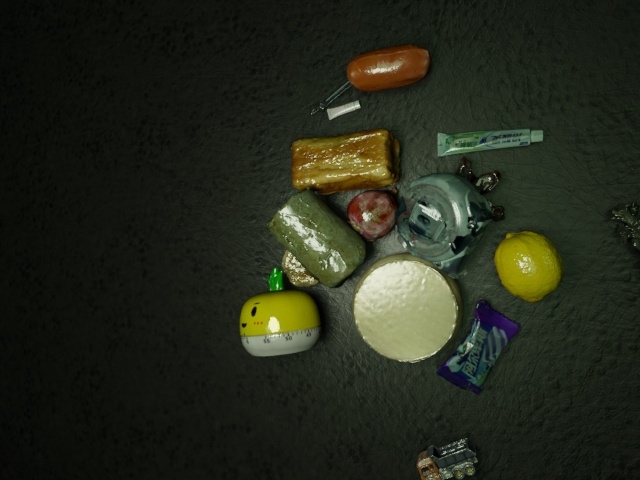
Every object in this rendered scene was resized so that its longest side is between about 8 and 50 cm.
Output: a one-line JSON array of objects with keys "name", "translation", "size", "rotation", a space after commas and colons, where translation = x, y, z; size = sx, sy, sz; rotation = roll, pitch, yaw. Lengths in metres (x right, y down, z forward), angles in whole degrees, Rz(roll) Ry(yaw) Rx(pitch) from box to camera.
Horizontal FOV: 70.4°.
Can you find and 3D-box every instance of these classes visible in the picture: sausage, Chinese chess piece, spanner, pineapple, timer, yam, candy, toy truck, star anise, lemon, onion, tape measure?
[{"name": "sausage", "translation": [0.210, -0.534, 1.405], "size": [0.259, 0.133, 0.133], "rotation": [-3, 90, 16]}, {"name": "Chinese chess piece", "translation": [0.264, 0.206, 1.398], "size": [0.339, 0.140, 0.337], "rotation": [1, 93, 18]}, {"name": "spanner", "translation": [0.048, -0.488, 1.513], "size": [0.209, 0.012, 0.046], "rotation": [-36, 80, 14]}, {"name": "pineapple", "translation": [0.888, 0.004, 1.227], "size": [0.125, 0.125, 0.251], "rotation": [-39, 75, 14]}, {"name": "timer", "translation": [-0.134, 0.220, 1.459], "size": [0.286, 0.285, 0.284], "rotation": [0, 91, 17]}, {"name": "yam", "translation": [0.000, 0.000, 1.399], "size": [0.195, 0.195, 0.300], "rotation": [-44, 89, 13]}, {"name": "candy", "translation": [0.479, 0.327, 1.374], "size": [0.145, 0.070, 0.275], "rotation": [29, 97, 6]}, {"name": "toy truck", "translation": [0.391, 0.680, 1.398], "size": [0.192, 0.083, 0.092], "rotation": [-28, 83, 14]}, {"name": "star anise", "translation": [0.454, -0.123, 1.356], "size": [0.220, 0.099, 0.214], "rotation": [44, 112, 11]}, {"name": "lemon", "translation": [0.587, 0.069, 1.281], "size": [0.181, 0.181, 0.193], "rotation": [-37, 58, 14]}, {"name": "onion", "translation": [0.177, -0.098, 1.419], "size": [0.159, 0.159, 0.195], "rotation": [42, 78, 12]}, {"name": "tape measure", "translation": [0.344, -0.061, 1.302], "size": [0.275, 0.147, 0.256], "rotation": [42, 128, 33]}]

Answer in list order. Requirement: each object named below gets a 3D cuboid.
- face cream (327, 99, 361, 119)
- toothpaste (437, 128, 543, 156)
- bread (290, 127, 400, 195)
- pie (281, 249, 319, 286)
[{"name": "face cream", "translation": [0.077, -0.433, 1.502], "size": [0.115, 0.020, 0.038], "rotation": [-14, 88, 19]}, {"name": "toothpaste", "translation": [0.504, -0.301, 1.365], "size": [0.297, 0.048, 0.074], "rotation": [-1, 91, 20]}, {"name": "bread", "translation": [0.078, -0.248, 1.441], "size": [0.344, 0.149, 0.195], "rotation": [-2, 80, 18]}, {"name": "pie", "translation": [-0.042, 0.064, 1.517], "size": [0.163, 0.079, 0.193], "rotation": [29, 91, 9]}]
